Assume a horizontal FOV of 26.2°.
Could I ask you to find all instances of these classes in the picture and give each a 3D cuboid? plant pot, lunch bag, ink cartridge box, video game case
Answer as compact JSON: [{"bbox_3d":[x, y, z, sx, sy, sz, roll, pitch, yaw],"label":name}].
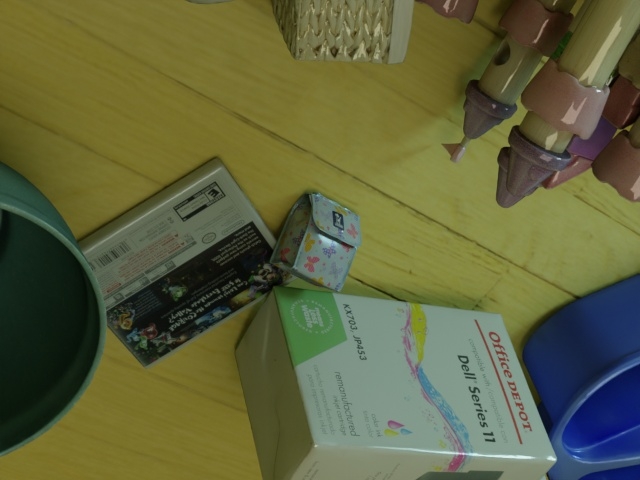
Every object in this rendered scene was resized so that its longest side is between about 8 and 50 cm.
[{"bbox_3d":[-0.347,0.030,1.179,0.293,0.196,0.293,-11,128,-14],"label":"plant pot"},{"bbox_3d":[0.000,0.000,1.378,0.071,0.053,0.083,29,78,-36],"label":"lunch bag"},{"bbox_3d":[0.107,0.174,1.445,0.354,0.207,0.119,8,134,-26],"label":"ink cartridge box"},{"bbox_3d":[-0.140,0.027,1.371,0.190,0.022,0.173,-32,130,3],"label":"video game case"}]

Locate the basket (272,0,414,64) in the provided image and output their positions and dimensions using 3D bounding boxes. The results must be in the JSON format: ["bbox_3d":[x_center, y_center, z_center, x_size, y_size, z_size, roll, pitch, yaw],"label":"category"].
[{"bbox_3d":[0.019,-0.244,1.170,0.103,0.113,0.167,-4,127,-13],"label":"basket"}]

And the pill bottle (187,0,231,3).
[{"bbox_3d":[-0.139,-0.369,0.942,0.224,0.224,0.392,-38,130,9],"label":"pill bottle"}]

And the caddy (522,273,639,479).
[{"bbox_3d":[0.398,0.175,1.579,0.341,0.179,0.241,-22,129,-6],"label":"caddy"}]

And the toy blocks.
[{"bbox_3d":[0.244,-0.122,1.238,0.309,0.288,0.260,13,116,-32],"label":"toy blocks"}]
